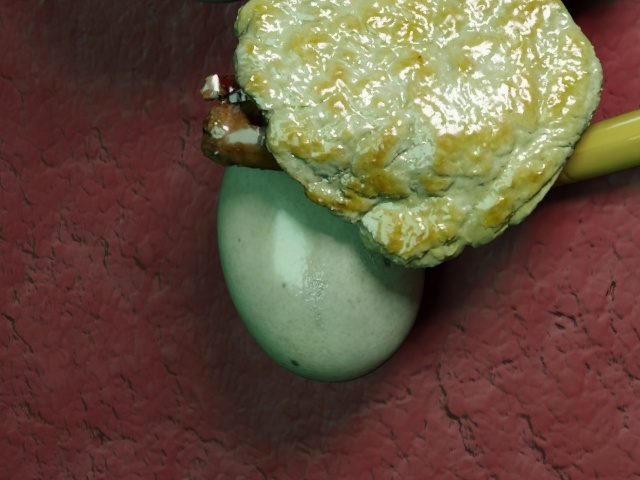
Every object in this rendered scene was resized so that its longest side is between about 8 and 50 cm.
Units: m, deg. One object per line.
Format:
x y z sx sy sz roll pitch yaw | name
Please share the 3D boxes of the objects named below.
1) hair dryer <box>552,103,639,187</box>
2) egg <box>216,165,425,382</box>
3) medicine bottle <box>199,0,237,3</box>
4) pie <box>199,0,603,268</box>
0.264 -0.071 1.321 0.279 0.090 0.135 -16 89 43 | hair dryer
0.000 0.000 1.462 0.169 0.169 0.236 -15 81 37 | egg
-0.034 -0.357 1.394 0.306 0.245 0.245 -33 77 34 | medicine bottle
0.065 -0.123 1.342 0.274 0.105 0.257 30 91 6 | pie
